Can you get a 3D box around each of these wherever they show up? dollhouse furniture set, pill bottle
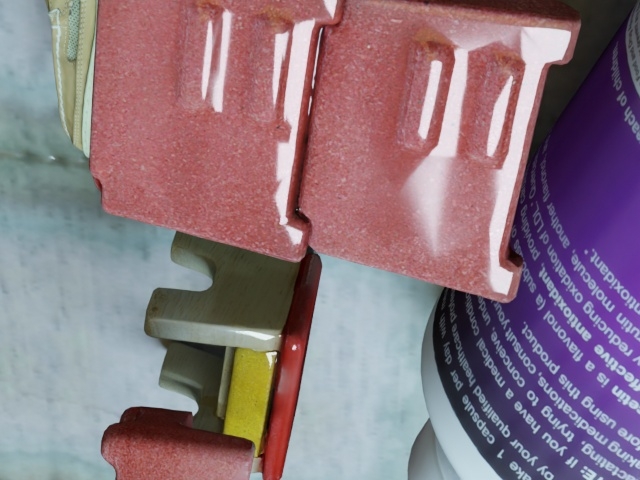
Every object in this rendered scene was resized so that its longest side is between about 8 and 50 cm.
[{"bbox_3d":[0.000,0.000,0.756,0.152,0.201,0.374,12,130,3],"label":"dollhouse furniture set"},{"bbox_3d":[0.158,0.019,0.749,0.181,0.181,0.323,25,130,-8],"label":"pill bottle"}]

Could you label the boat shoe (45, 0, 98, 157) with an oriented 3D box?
[{"bbox_3d":[-0.094,-0.123,0.773,0.072,0.068,0.190,20,122,12],"label":"boat shoe"}]
